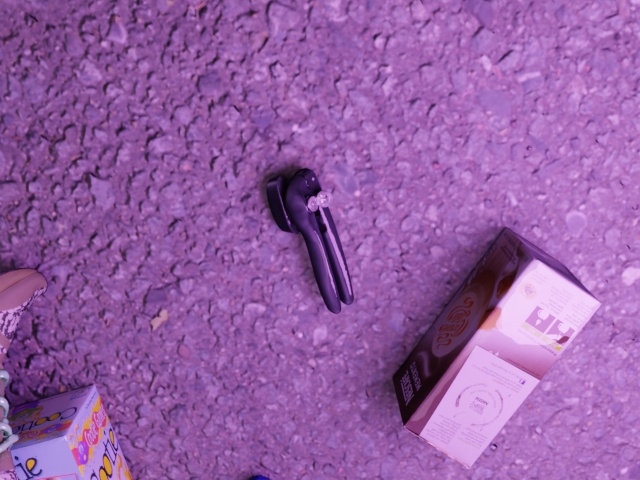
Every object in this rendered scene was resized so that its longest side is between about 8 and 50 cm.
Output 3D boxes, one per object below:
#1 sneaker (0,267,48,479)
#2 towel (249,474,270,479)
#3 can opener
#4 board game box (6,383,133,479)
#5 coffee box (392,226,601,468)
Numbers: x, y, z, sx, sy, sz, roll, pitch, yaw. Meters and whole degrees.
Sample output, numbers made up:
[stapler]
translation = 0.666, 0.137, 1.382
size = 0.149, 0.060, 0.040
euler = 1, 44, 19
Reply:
[sneaker]
translation = -0.396, 0.214, 0.948
size = 0.182, 0.410, 0.158
euler = 32, 145, -9
[towel]
translation = -0.016, 0.472, 1.149
size = 0.308, 0.076, 0.227
euler = 31, 102, -8
[can opener]
translation = 0.000, 0.000, 1.038
size = 0.059, 0.073, 0.186
euler = -36, 110, -31
[board game box]
translation = -0.316, 0.347, 1.078
size = 0.144, 0.142, 0.275
euler = -16, 105, 4
[coffee box]
translation = 0.200, 0.124, 1.021
size = 0.098, 0.141, 0.246
euler = 33, 102, -9
